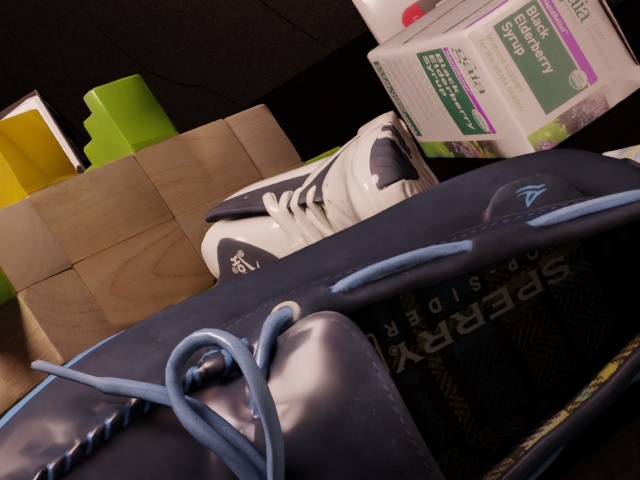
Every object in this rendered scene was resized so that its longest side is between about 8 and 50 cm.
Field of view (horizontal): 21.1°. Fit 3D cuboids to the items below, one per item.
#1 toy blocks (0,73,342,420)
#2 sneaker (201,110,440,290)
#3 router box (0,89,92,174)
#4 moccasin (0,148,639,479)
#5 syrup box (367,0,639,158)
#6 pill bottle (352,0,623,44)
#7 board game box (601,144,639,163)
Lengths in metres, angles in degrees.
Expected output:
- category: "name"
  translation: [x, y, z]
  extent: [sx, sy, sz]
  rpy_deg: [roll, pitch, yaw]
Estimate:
- category: "toy blocks"
  translation: [-0.171, 0.048, 1.125]
  extent: [0.261, 0.191, 0.381]
  rpy_deg: [-37, -5, 38]
- category: "sneaker"
  translation: [0.000, 0.000, 0.981]
  extent: [0.153, 0.094, 0.235]
  rpy_deg: [-34, 9, 5]
- category: "router box"
  translation: [-0.253, 0.026, 1.328]
  extent: [0.243, 0.081, 0.309]
  rpy_deg: [-33, -17, 0]
- category: "moccasin"
  translation: [0.001, 0.057, 0.578]
  extent: [0.342, 0.138, 0.117]
  rpy_deg: [-38, 15, -23]
- category: "syrup box"
  translation: [0.120, -0.119, 1.170]
  extent: [0.096, 0.093, 0.237]
  rpy_deg: [-34, 10, -9]
- category: "pill bottle"
  translation: [0.179, -0.256, 1.407]
  extent: [0.318, 0.176, 0.176]
  rpy_deg: [-32, 10, 8]
- category: "board game box"
  translation: [0.113, 0.005, 0.785]
  extent: [0.154, 0.026, 0.103]
  rpy_deg: [-38, 10, -23]
